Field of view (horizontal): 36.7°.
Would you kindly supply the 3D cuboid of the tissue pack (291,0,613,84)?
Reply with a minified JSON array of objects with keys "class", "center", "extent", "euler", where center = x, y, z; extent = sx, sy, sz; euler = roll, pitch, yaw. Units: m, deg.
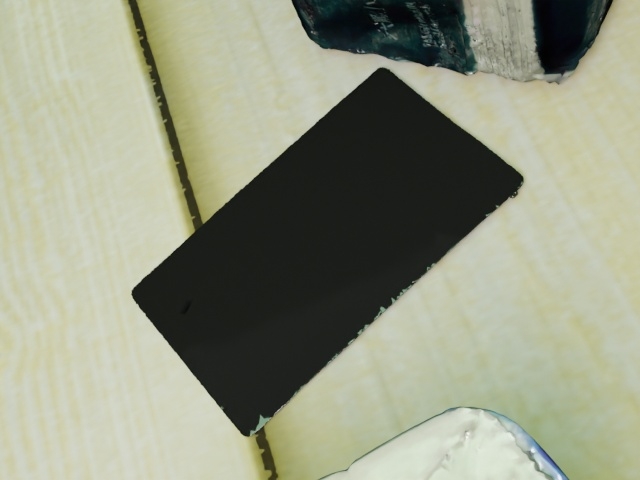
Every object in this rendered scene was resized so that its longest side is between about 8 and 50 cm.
[{"class":"tissue pack","center":[0.076,-0.328,0.605],"extent":[0.253,0.416,0.264],"euler":[18,70,25]}]

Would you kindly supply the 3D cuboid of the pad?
[{"class":"pad","center":[0.000,0.000,0.700],"extent":[0.265,0.009,0.159],"euler":[-42,60,-5]}]

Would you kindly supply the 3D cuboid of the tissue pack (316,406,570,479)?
[{"class":"tissue pack","center":[0.043,0.190,0.435],"extent":[0.209,0.270,0.137],"euler":[-32,57,3]}]
